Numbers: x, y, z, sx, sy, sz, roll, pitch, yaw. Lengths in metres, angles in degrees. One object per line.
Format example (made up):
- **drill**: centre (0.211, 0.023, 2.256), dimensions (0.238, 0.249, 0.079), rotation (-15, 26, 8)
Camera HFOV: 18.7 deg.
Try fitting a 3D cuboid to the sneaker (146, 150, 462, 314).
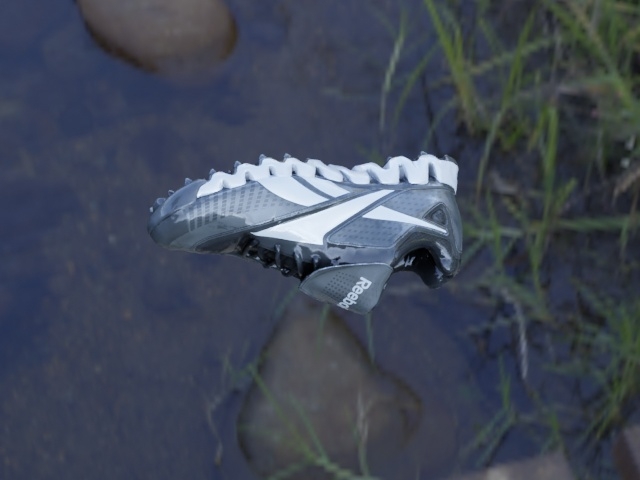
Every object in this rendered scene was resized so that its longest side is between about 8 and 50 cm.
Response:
- **sneaker**: centre (0.000, 0.000, 1.314), dimensions (0.234, 0.078, 0.106), rotation (-4, 68, -26)
